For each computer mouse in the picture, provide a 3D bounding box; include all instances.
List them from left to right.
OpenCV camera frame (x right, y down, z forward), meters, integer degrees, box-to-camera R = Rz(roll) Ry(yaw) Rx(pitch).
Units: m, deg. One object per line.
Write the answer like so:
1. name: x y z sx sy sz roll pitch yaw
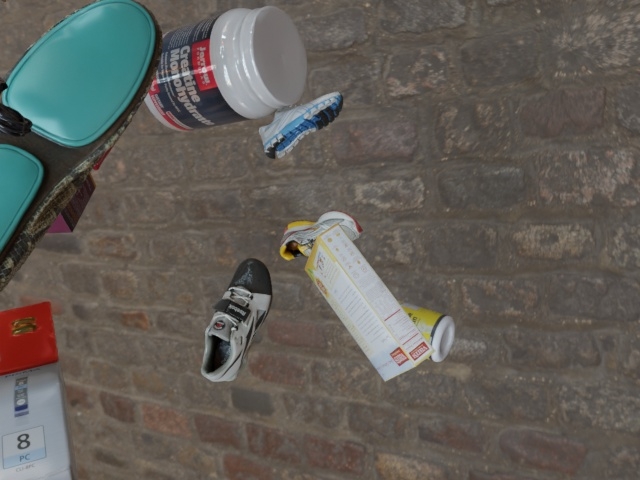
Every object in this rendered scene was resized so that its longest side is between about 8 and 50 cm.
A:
1. computer mouse: -0.354 -0.148 0.582 0.242 0.071 0.041 37 96 41

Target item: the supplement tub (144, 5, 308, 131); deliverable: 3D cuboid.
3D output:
1. supplement tub: -0.180 -0.311 1.046 0.272 0.191 0.191 -3 106 32

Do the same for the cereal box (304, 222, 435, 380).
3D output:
1. cereal box: 0.068 0.105 0.905 0.240 0.047 0.173 53 161 11

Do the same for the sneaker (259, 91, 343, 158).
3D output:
1. sneaker: -0.045 -0.250 1.135 0.190 0.071 0.083 -32 65 8

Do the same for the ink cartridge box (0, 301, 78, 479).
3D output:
1. ink cartridge box: -0.535 0.229 0.812 0.385 0.308 0.091 -123 31 -41

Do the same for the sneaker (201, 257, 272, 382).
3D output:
1. sneaker: -0.216 0.202 1.441 0.122 0.146 0.331 13 85 15

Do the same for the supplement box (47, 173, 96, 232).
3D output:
1. supplement box: -0.669 -0.109 1.463 0.104 0.188 0.081 -1 135 6

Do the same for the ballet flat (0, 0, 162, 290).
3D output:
1. ballet flat: -0.388 -0.120 0.789 0.164 0.182 0.483 31 75 -11

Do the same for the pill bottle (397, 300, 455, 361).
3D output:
1. pill bottle: 0.194 0.192 1.254 0.184 0.103 0.103 14 113 33

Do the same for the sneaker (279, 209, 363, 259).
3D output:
1. sneaker: 0.000 0.000 1.306 0.225 0.093 0.088 -16 127 38

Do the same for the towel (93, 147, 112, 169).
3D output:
1. towel: -0.446 -0.307 1.129 0.031 0.199 0.275 3 131 5
